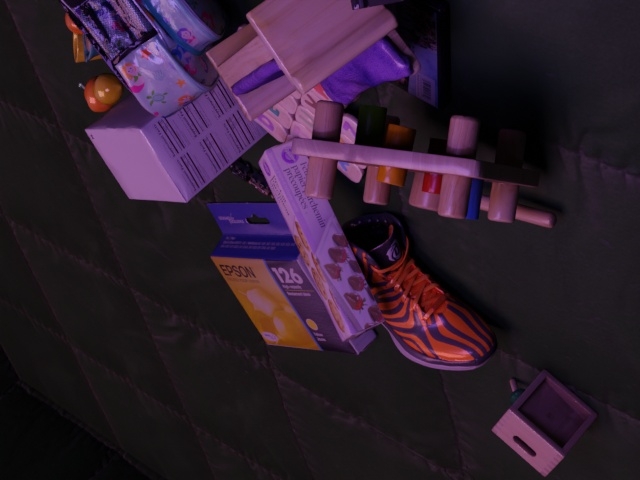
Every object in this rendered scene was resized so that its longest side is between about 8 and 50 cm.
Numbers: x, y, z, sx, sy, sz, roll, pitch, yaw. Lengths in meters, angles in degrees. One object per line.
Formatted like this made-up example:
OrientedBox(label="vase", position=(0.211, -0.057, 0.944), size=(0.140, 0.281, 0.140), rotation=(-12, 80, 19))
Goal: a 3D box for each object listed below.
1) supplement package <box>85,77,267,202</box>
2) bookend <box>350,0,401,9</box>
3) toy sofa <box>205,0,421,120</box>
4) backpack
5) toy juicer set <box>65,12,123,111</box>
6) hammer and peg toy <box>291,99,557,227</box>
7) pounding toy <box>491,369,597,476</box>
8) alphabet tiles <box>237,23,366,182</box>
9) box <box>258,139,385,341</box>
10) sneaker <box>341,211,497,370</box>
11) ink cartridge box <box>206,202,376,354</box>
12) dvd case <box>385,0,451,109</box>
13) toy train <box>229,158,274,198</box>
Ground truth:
OrientedBox(label="supplement package", position=(-0.235, -0.181, 2.261), size=(0.194, 0.203, 0.149), rotation=(6, 133, 54))
OrientedBox(label="bookend", position=(0.136, -0.315, 1.561), size=(0.156, 0.157, 0.072), rotation=(4, 106, 55))
OrientedBox(label="toy sofa", position=(-0.019, -0.233, 1.776), size=(0.177, 0.150, 0.362), rotation=(56, 169, -7))
OrientedBox(label="backpack", position=(-0.248, -0.319, 2.056), size=(0.253, 0.191, 0.225), rotation=(59, -165, -16))
OrientedBox(label="toy juicer set", position=(-0.374, -0.336, 2.274), size=(0.329, 0.090, 0.209), rotation=(121, 143, -62))
OrientedBox(label="hammer and peg toy", position=(0.156, -0.099, 1.801), size=(0.266, 0.361, 0.127), rotation=(9, 93, 27))
OrientedBox(label="pounding toy", position=(0.340, 0.277, 2.156), size=(0.141, 0.130, 0.100), rotation=(41, 141, 12))
OrientedBox(label="alphabet tiles", position=(-0.032, -0.204, 2.102), size=(0.278, 0.021, 0.284), rotation=(42, 160, 6))
OrientedBox(label="box", position=(0.000, 0.000, 2.153), size=(0.324, 0.063, 0.067), rotation=(65, 161, 7))
OrientedBox(label="sneaker", position=(0.135, 0.074, 2.159), size=(0.321, 0.124, 0.180), rotation=(30, 150, 31))
OrientedBox(label="ink cartridge box", position=(-0.075, 0.070, 2.533), size=(0.304, 0.072, 0.307), rotation=(1, 131, 56))
OrientedBox(label="dvd case", position=(0.070, -0.296, 1.855), size=(0.253, 0.022, 0.180), rotation=(32, 150, 28))
OrientedBox(label="toy train", position=(-0.099, -0.096, 2.377), size=(0.158, 0.027, 0.036), rotation=(33, 154, 27))
